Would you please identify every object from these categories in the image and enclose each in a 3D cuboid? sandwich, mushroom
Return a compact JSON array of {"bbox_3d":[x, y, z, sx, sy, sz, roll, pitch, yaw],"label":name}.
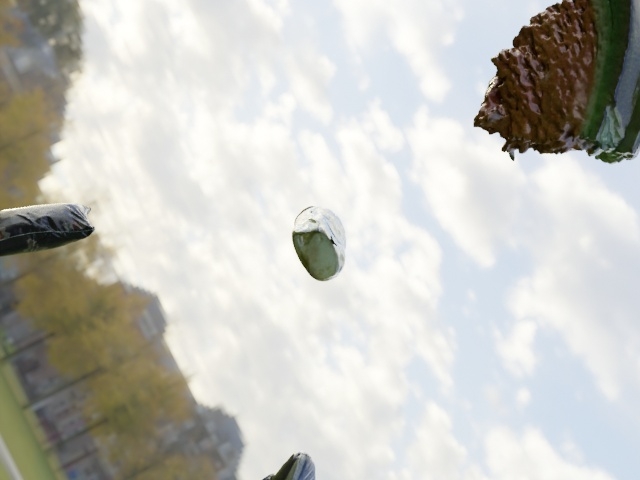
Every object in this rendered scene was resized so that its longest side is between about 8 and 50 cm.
[{"bbox_3d":[0.247,-0.167,1.383,0.109,0.159,0.185,30,66,-65],"label":"sandwich"},{"bbox_3d":[0.000,0.000,2.137,0.100,0.081,0.312,57,3,-4],"label":"mushroom"}]

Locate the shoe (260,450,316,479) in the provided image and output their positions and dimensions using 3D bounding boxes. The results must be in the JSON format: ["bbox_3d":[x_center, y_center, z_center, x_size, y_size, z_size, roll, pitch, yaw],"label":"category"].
[{"bbox_3d":[-0.091,0.404,2.042,0.112,0.228,0.099,19,-7,28],"label":"shoe"}]

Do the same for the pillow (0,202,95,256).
[{"bbox_3d":[-0.351,-0.015,1.708,0.090,0.150,0.048,-111,-166,-53],"label":"pillow"}]
